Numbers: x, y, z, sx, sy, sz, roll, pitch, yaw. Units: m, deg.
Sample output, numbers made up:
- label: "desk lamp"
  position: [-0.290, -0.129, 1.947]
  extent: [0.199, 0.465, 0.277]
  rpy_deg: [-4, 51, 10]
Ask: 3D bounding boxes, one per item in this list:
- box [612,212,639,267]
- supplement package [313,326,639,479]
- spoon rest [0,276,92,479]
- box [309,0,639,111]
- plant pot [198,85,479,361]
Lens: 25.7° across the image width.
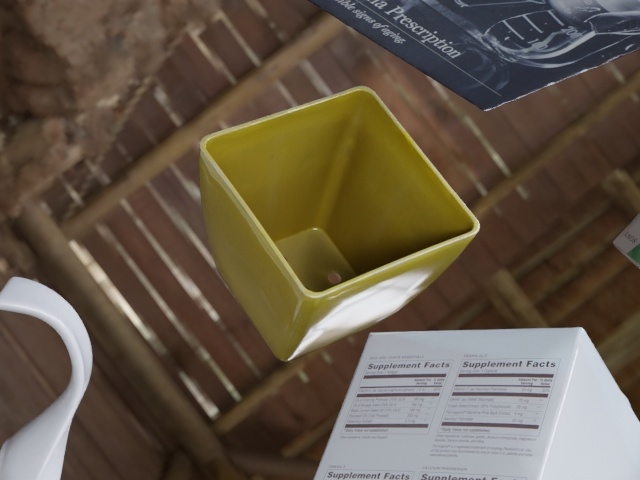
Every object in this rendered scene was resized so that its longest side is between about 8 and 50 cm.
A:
- label: "box"
  position: [0.497, -0.070, 1.635]
  extent: [0.322, 0.058, 0.232]
  rpy_deg: [-50, -166, 7]
- label: "supplement package"
  position: [0.121, 0.231, 1.093]
  extent: [0.198, 0.199, 0.262]
  rpy_deg: [-4, -132, 35]
- label: "spoon rest"
  position: [-0.261, 0.172, 1.325]
  extent: [0.084, 0.276, 0.137]
  rpy_deg: [6, -155, 3]
- label: "box"
  position: [0.146, -0.275, 1.006]
  extent: [0.313, 0.178, 0.343]
  rpy_deg: [-21, 151, 35]
- label: "plant pot"
  position: [0.000, 0.000, 1.452]
  extent: [0.212, 0.212, 0.187]
  rpy_deg: [-21, 151, -29]
